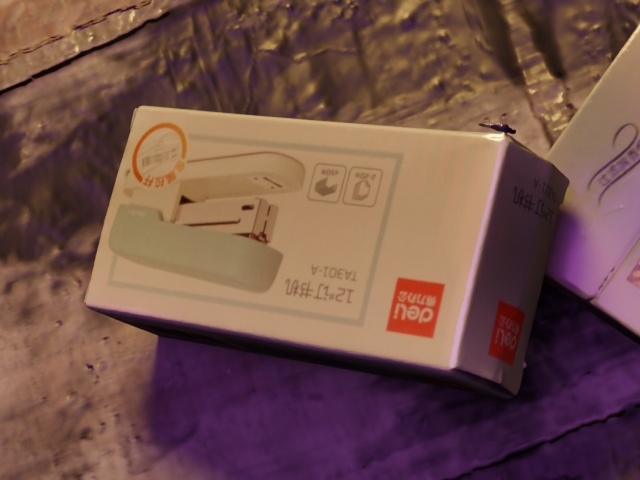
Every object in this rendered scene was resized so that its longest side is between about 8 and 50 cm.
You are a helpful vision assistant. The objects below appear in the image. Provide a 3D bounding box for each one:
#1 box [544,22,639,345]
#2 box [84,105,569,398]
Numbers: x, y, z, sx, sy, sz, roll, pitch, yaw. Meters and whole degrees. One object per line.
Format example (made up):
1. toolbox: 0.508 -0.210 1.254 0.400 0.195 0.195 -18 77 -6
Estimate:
1. box: 0.236 0.007 0.979 0.243 0.067 0.155 34 88 20
2. box: 0.000 0.000 1.004 0.269 0.079 0.135 8 80 35
